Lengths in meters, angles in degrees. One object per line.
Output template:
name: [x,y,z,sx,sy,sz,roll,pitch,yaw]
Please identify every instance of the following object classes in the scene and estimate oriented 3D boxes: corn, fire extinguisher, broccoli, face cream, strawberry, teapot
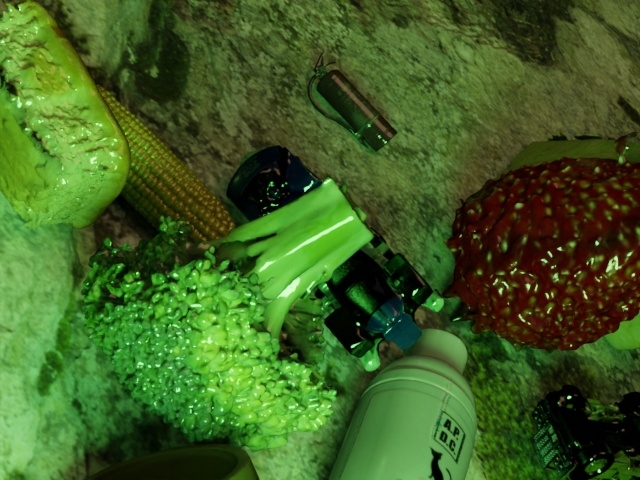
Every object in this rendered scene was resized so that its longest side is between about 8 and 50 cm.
corn: [-0.196,-0.072,1.758,0.248,0.081,0.081,45,36,-4]
fire extinguisher: [0.036,-0.191,2.141,0.157,0.045,0.078,47,58,-3]
broccoli: [-0.072,0.092,1.562,0.375,0.302,0.249,28,51,-70]
face cream: [0.106,0.217,1.741,0.145,0.145,0.369,39,38,-12]
strawberry: [0.342,-0.009,2.032,0.292,0.343,0.292,31,40,-31]
teapot: [-0.127,0.296,1.417,0.268,0.186,0.175,-27,110,-55]

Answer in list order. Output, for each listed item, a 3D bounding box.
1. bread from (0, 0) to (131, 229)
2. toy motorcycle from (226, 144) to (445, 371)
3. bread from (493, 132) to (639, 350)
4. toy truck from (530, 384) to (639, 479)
bread: [-0.307,-0.130,1.632,0.121,0.174,0.245,-28,76,-33]
toy motorcycle: [0.000,0.000,1.815,0.331,0.125,0.196,49,5,26]
bread: [0.488,-0.027,2.218,0.242,0.405,0.345,-35,96,-44]
toy truck: [0.383,0.277,1.989,0.257,0.127,0.127,15,41,-36]
